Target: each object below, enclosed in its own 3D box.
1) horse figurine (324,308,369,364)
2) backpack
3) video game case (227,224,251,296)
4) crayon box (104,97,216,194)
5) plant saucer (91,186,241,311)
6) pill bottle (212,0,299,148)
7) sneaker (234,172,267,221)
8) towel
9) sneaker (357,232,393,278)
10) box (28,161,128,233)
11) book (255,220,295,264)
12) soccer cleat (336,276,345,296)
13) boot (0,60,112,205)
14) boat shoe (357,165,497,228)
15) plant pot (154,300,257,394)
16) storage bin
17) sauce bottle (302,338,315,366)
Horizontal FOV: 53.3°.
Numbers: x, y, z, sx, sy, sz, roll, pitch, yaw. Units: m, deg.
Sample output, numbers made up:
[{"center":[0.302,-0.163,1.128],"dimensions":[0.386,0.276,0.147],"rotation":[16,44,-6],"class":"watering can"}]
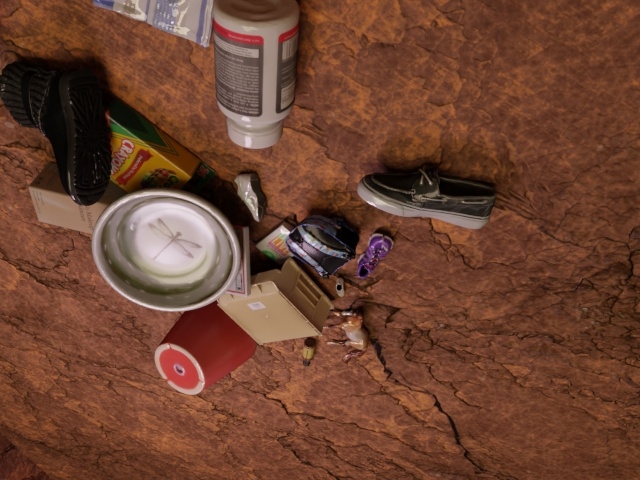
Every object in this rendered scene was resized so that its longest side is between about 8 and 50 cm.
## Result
[{"center":[0.087,0.294,2.034],"dimensions":[0.174,0.066,0.263],"rotation":[-2,132,27],"class":"horse figurine"},{"center":[0.000,0.000,1.732],"dimensions":[0.173,0.117,0.158],"rotation":[34,135,-16],"class":"backpack"},{"center":[-0.329,0.044,1.853],"dimensions":[0.285,0.025,0.204],"rotation":[7,107,26],"class":"video game case"},{"center":[-0.466,-0.207,1.711],"dimensions":[0.318,0.081,0.202],"rotation":[36,133,-18],"class":"crayon box"},{"center":[-0.417,0.014,1.763],"dimensions":[0.400,0.100,0.400],"rotation":[-1,122,-1],"class":"plant saucer"},{"center":[-0.139,-0.362,1.377],"dimensions":[0.176,0.176,0.318],"rotation":[13,136,6],"class":"pill bottle"},{"center":[-0.188,-0.119,1.731],"dimensions":[0.061,0.054,0.152],"rotation":[7,130,25],"class":"sneaker"},{"center":[-0.356,-0.550,1.367],"dimensions":[0.285,0.034,0.209],"rotation":[21,136,-2],"class":"towel"},{"center":[0.149,0.048,1.763],"dimensions":[0.068,0.071,0.170],"rotation":[22,136,-3],"class":"sneaker"},{"center":[-0.656,-0.108,1.843],"dimensions":[0.311,0.121,0.148],"rotation":[12,135,7],"class":"box"},{"center":[-0.110,0.007,1.841],"dimensions":[0.096,0.035,0.144],"rotation":[37,137,-17],"class":"book"},{"center":[0.058,0.145,1.915],"dimensions":[0.029,0.035,0.083],"rotation":[8,135,10],"class":"soccer cleat"},{"center":[-0.664,-0.269,1.597],"dimensions":[0.260,0.131,0.348],"rotation":[8,105,25],"class":"boot"},{"center":[0.260,-0.125,1.539],"dimensions":[0.335,0.121,0.119],"rotation":[10,129,-7],"class":"boat shoe"},{"center":[-0.384,0.348,2.065],"dimensions":[0.275,0.243,0.275],"rotation":[15,123,23],"class":"plant pot"},{"center":[-0.145,0.186,1.942],"dimensions":[0.262,0.123,0.260],"rotation":[-14,130,36],"class":"storage bin"},{"center":[-0.043,0.386,2.185],"dimensions":[0.042,0.042,0.128],"rotation":[16,137,3],"class":"sauce bottle"}]
